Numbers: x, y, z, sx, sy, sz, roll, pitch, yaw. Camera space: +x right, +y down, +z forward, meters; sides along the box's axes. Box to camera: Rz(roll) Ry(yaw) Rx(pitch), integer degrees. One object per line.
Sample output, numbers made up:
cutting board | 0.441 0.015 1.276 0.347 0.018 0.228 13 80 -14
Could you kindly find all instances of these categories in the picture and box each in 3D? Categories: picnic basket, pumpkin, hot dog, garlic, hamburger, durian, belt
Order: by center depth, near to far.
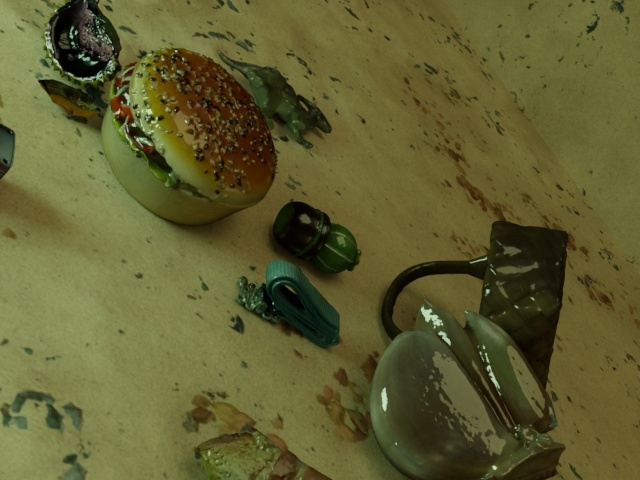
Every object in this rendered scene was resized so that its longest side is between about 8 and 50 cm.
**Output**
hot dog | -0.042 0.331 1.168 0.261 0.093 0.123 34 36 10
garlic | 0.207 0.256 1.452 0.279 0.132 0.325 -23 56 -26
pumpkin | -0.394 -0.219 1.470 0.101 0.035 0.073 19 23 -38
belt | -0.040 0.110 1.484 0.179 0.100 0.065 47 24 -30
hamburger | -0.200 -0.166 1.485 0.300 0.176 0.300 29 40 -28
durian | -0.388 -0.311 1.556 0.108 0.118 0.187 79 -10 -73
picnic basket | 0.268 0.124 1.691 0.337 0.337 0.293 39 37 -12

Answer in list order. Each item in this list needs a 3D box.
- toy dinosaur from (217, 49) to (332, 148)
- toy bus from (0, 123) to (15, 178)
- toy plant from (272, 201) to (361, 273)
toy dinosaur | -0.085 -0.283 1.910 0.294 0.077 0.162 43 21 -35
toy bus | -0.482 -0.130 1.181 0.178 0.098 0.087 28 34 -34
toy plant | 0.000 0.000 1.638 0.162 0.093 0.093 31 32 -24
